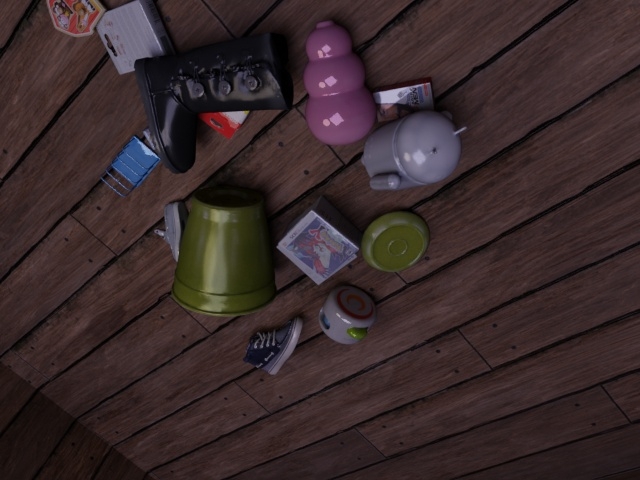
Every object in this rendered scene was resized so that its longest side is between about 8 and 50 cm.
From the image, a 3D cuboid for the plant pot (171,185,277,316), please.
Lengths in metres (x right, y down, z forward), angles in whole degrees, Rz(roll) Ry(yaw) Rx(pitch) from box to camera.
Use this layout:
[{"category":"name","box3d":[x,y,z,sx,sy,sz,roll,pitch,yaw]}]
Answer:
[{"category":"plant pot","box3d":[-0.318,0.013,1.872,0.366,0.366,0.353,10,113,8]}]

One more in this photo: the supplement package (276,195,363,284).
[{"category":"supplement package","box3d":[0.000,0.000,1.876,0.203,0.149,0.194,43,122,-15]}]

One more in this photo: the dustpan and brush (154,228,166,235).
[{"category":"dustpan and brush","box3d":[-0.528,-0.005,2.073,0.211,0.060,0.147,12,113,-1]}]

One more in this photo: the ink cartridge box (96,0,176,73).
[{"category":"ink cartridge box","box3d":[-0.568,-0.623,1.684,0.232,0.066,0.189,3,126,38]}]

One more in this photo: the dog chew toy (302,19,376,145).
[{"category":"dog chew toy","box3d":[0.043,-0.443,1.552,0.206,0.207,0.332,-4,114,17]}]

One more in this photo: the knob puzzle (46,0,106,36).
[{"category":"knob puzzle","box3d":[-0.760,-0.703,1.665,0.213,0.030,0.213,10,123,16]}]

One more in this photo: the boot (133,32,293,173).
[{"category":"boot","box3d":[-0.285,-0.388,1.612,0.444,0.146,0.367,-5,120,15]}]

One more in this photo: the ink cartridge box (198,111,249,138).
[{"category":"ink cartridge box","box3d":[-0.265,-0.442,1.695,0.134,0.078,0.231,36,124,-9]}]

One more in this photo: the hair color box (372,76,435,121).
[{"category":"hair color box","box3d":[0.244,-0.408,1.604,0.167,0.053,0.093,-6,122,19]}]

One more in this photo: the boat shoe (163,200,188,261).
[{"category":"boat shoe","box3d":[-0.526,-0.027,1.999,0.081,0.079,0.228,-5,89,22]}]

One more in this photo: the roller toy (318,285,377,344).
[{"category":"roller toy","box3d":[0.097,0.273,2.010,0.191,0.209,0.146,33,126,7]}]

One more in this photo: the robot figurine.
[{"category":"robot figurine","box3d":[0.256,-0.249,1.557,0.200,0.300,0.353,43,161,-18]}]

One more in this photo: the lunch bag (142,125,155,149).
[{"category":"lunch bag","box3d":[-0.547,-0.348,1.826,0.053,0.083,0.071,-15,117,23]}]

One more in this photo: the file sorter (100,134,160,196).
[{"category":"file sorter","box3d":[-0.660,-0.252,1.906,0.118,0.104,0.170,43,123,-14]}]

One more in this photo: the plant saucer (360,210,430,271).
[{"category":"plant saucer","box3d":[0.255,0.016,1.842,0.240,0.037,0.241,-4,123,-7]}]

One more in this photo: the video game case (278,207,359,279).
[{"category":"video game case","box3d":[-0.006,0.016,1.782,0.201,0.023,0.183,39,122,-13]}]

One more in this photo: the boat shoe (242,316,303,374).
[{"category":"boat shoe","box3d":[-0.197,0.409,2.208,0.158,0.127,0.341,22,126,-10]}]
